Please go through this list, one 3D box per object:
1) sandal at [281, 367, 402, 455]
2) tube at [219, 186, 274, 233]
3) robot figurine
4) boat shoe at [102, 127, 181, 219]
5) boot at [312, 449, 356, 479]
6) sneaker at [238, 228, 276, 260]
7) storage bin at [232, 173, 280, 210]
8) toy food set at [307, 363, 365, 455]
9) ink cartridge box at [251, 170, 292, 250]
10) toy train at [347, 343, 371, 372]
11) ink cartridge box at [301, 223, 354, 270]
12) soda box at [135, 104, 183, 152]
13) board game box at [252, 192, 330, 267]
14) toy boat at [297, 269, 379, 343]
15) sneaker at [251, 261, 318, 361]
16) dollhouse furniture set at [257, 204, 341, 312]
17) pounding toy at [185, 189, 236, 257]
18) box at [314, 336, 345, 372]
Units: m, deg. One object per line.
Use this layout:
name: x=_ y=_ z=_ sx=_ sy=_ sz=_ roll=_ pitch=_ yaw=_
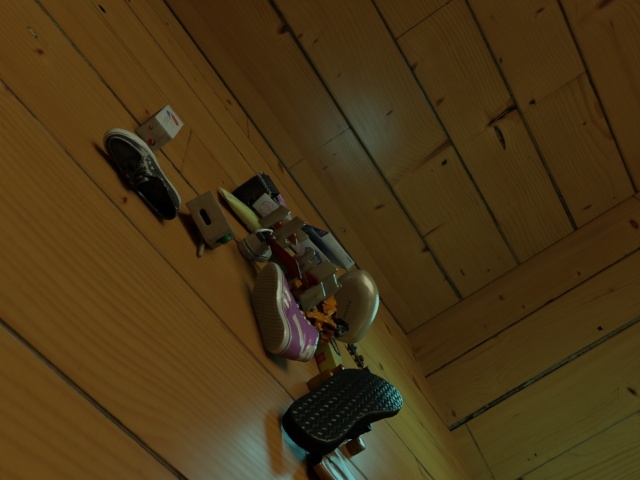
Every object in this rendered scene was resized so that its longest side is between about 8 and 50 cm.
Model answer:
sandal: x=0.048 y=0.411 z=1.379 sx=0.167 sy=0.107 sz=0.445 roll=39 pitch=21 yaw=28
tube: x=-0.247 y=-0.083 z=1.900 sx=0.240 sy=0.070 sz=0.062 roll=48 pitch=50 yaw=-37
robot figurine: x=-0.021 y=0.221 z=1.780 sx=0.210 sy=0.085 sz=0.291 roll=21 pitch=18 yaw=-11
boat shoe: x=-0.377 y=-0.133 z=1.225 sx=0.229 sy=0.080 sz=0.076 roll=61 pitch=3 yaw=-33
boot: x=0.084 y=0.564 z=1.177 sx=0.281 sy=0.096 sz=0.264 roll=56 pitch=8 yaw=1
sneaker: x=-0.176 y=0.010 z=1.803 sx=0.094 sy=0.091 sz=0.258 roll=57 pitch=8 yaw=-1
storage bin: x=-0.231 y=-0.174 z=2.094 sx=0.084 sy=0.122 sz=0.180 roll=57 pitch=8 yaw=0
toy food set: x=0.074 y=0.446 z=1.548 sx=0.232 sy=0.104 sz=0.111 roll=58 pitch=8 yaw=6
ink cartridge box: x=-0.192 y=-0.131 z=2.417 sx=0.176 sy=0.069 sz=0.371 roll=51 pitch=12 yaw=-39
toy train: x=0.153 y=0.463 z=2.231 sx=0.158 sy=0.036 sz=0.027 roll=57 pitch=8 yaw=4
ink cartridge box: x=0.000 y=0.000 z=2.116 sx=0.224 sy=0.045 sz=0.223 roll=49 pitch=-13 yaw=-27
soda box: x=-0.436 y=-0.309 z=1.572 sx=0.074 sy=0.069 sz=0.216 roll=54 pitch=8 yaw=-21
board game box: x=-0.104 y=-0.016 z=2.051 sx=0.318 sy=0.066 sz=0.319 roll=47 pitch=-4 yaw=1
toy boat: x=0.057 y=0.205 z=2.076 sx=0.318 sy=0.268 sz=0.148 roll=26 pitch=4 yaw=17
sneaker: x=-0.087 y=0.194 z=1.504 sx=0.161 sy=0.102 sz=0.282 roll=29 pitch=35 yaw=-39
dollhouse furniture set: x=-0.073 y=0.075 z=1.638 sx=0.259 sy=0.135 sz=0.262 roll=38 pitch=-26 yaw=40
pounding toy: x=-0.276 y=-0.031 z=1.420 sx=0.141 sy=0.100 sz=0.130 roll=61 pitch=-6 yaw=9
box: x=0.029 y=0.368 z=1.764 sx=0.087 sy=0.058 sz=0.232 roll=50 pitch=11 yaw=-37
